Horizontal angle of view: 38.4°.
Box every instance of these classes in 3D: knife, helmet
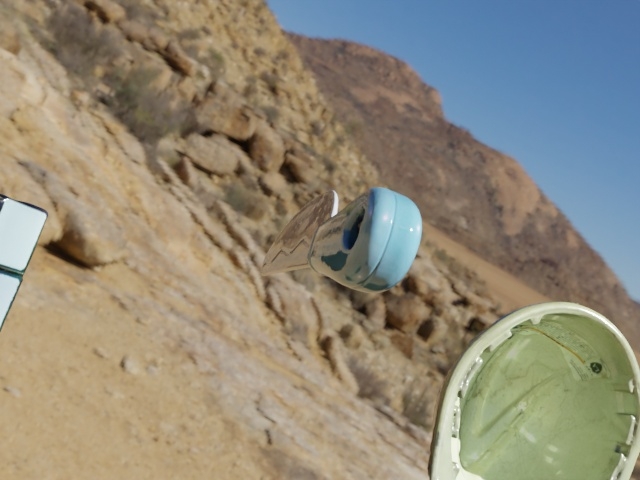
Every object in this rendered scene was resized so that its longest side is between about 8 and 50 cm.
[{"bbox_3d":[0.001,-0.002,0.537,0.032,0.058,0.244,16,-4,-15],"label":"knife"},{"bbox_3d":[0.177,0.184,0.869,0.204,0.257,0.137,36,-17,-11],"label":"helmet"}]

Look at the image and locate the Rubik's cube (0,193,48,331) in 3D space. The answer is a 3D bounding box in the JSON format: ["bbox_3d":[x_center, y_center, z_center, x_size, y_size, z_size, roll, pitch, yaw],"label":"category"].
[{"bbox_3d":[-0.444,-0.002,1.015,0.183,0.167,0.180,19,-6,22],"label":"Rubik's cube"}]
